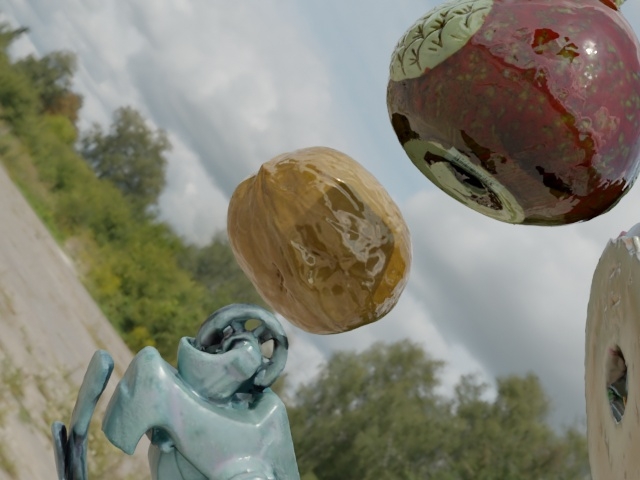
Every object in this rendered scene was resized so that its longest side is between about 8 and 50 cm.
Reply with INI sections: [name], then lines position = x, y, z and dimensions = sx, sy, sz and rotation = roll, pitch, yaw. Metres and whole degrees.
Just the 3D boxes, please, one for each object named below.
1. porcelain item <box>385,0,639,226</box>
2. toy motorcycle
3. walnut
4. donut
[porcelain item]
position = 0.191, -0.138, 0.902
dimensions = 0.253, 0.253, 0.253
rotation = 52, -11, 14
[toy motorcycle]
position = -0.108, 0.190, 0.844
dimensions = 0.154, 0.206, 0.260
rotation = -140, -143, -66
[walnut]
position = 0.000, 0.000, 1.156
dimensions = 0.226, 0.193, 0.193
rotation = 49, -9, -16
[donut]
position = 0.385, 0.159, 1.101
dimensions = 0.382, 0.142, 0.382
rotation = 0, 90, -88
